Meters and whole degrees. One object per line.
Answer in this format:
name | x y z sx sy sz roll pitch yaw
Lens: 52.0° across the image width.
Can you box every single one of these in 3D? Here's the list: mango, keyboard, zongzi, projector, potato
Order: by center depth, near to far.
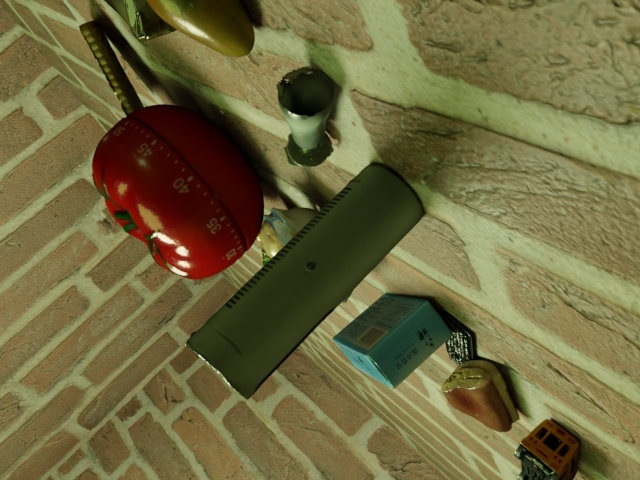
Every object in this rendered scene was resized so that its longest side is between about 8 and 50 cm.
mango | -0.146 -0.289 0.797 0.163 0.089 0.111 40 -165 -12
projector | -0.015 0.046 0.841 0.108 0.337 0.108 41 165 14
zongzi | -0.289 -0.407 0.944 0.187 0.084 0.184 43 153 32
keyboard | 0.243 0.186 1.164 0.074 0.015 0.196 38 164 29
potato | -0.068 -0.001 1.382 0.112 0.112 0.147 34 171 43

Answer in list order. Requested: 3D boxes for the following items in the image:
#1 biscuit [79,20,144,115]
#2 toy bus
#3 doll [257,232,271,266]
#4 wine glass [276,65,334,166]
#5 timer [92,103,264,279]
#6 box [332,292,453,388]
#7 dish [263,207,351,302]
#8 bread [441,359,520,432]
biscuit | -0.460 -0.372 1.484 0.172 0.029 0.254 -119 5 -67
toy bus | 0.396 0.387 1.131 0.083 0.088 0.194 37 162 36
doll | -0.125 0.004 1.713 0.078 0.076 0.113 1 108 37
wine glass | -0.018 -0.153 0.848 0.072 0.072 0.155 43 168 13
timer | -0.292 -0.105 1.386 0.378 0.279 0.378 43 164 16
box | 0.124 0.174 1.190 0.083 0.142 0.232 51 169 -6
dish | 0.000 0.000 1.211 0.228 0.086 0.236 39 165 33
bread | 0.279 0.265 1.155 0.119 0.067 0.192 11 148 32
